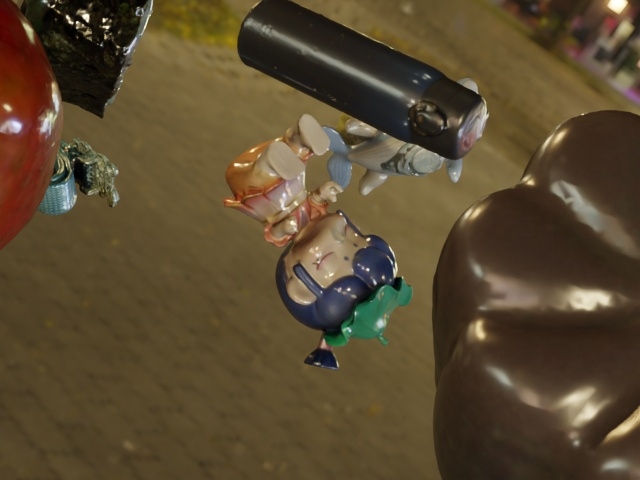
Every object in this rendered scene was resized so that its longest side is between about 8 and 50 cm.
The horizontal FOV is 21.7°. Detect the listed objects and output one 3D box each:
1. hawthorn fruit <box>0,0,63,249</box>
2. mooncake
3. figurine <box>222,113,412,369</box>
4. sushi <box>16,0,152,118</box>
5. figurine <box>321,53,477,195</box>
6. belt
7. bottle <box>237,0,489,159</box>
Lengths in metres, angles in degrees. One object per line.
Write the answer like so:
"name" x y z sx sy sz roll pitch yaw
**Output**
"hawthorn fruit" -0.315 -0.095 1.227 0.265 0.265 0.307 32 -13 -13
"mooncake" 0.207 0.061 0.935 0.306 0.306 0.154 41 -19 27
"figurine" 0.000 0.000 1.331 0.111 0.102 0.195 -41 105 -38
"sushi" -0.241 -0.209 1.656 0.127 0.124 0.225 20 -12 -9
"figurine" 0.084 -0.132 1.877 0.184 0.208 0.128 -125 -164 -52
"belt" -0.312 -0.098 1.936 0.100 0.065 0.179 -17 42 -23
"bottle" 0.037 -0.145 1.494 0.244 0.072 0.082 28 18 27
